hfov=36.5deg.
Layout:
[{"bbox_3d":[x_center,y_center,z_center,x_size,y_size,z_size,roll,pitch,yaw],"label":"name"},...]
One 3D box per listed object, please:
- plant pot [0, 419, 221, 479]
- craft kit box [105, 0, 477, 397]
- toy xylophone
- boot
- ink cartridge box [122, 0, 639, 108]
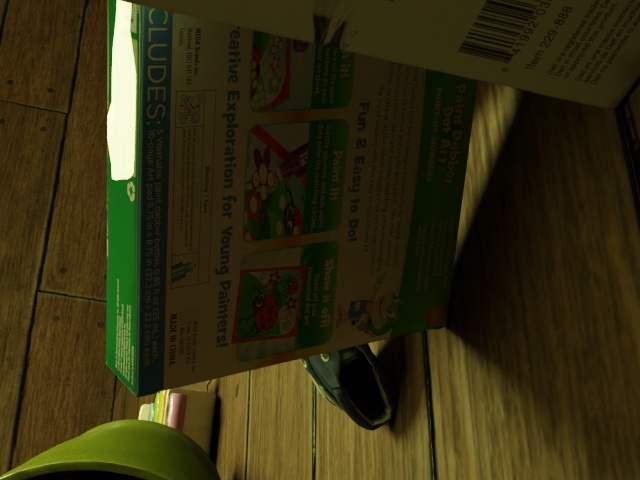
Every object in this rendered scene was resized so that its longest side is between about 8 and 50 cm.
[{"bbox_3d":[-0.231,0.367,1.092,0.353,0.366,0.367,-116,37,-83],"label":"plant pot"},{"bbox_3d":[-0.012,-0.046,0.613,0.061,0.246,0.250,31,121,52],"label":"craft kit box"},{"bbox_3d":[-0.228,0.329,1.492,0.323,0.081,0.236,130,146,-61],"label":"toy xylophone"},{"bbox_3d":[0.002,0.060,0.772,0.190,0.069,0.086,60,169,-20],"label":"boot"},{"bbox_3d":[0.055,-0.199,0.457,0.211,0.289,0.122,117,156,-46],"label":"ink cartridge box"}]
